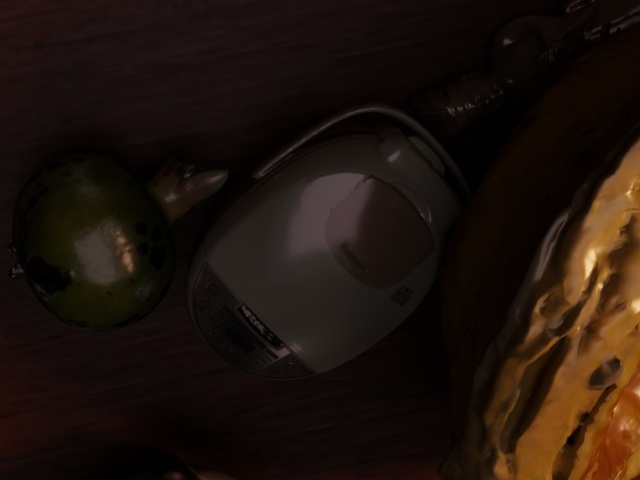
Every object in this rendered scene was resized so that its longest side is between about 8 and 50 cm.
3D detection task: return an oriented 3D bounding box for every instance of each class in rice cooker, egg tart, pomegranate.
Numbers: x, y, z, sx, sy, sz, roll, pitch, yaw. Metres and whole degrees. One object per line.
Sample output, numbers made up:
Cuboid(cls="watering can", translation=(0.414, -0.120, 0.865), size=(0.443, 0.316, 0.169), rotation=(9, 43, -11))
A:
Cuboid(cls="rice cooker", translation=(0.000, 0.000, 0.774), size=(0.206, 0.127, 0.145), rotation=(-42, 112, 3))
Cuboid(cls="egg tart", translation=(0.206, 0.007, 0.729), size=(0.443, 0.178, 0.443), rotation=(-34, 147, -26))
Cuboid(cls="pomegranate", translation=(-0.133, -0.010, 0.752), size=(0.161, 0.122, 0.122), rotation=(-33, 112, -7))

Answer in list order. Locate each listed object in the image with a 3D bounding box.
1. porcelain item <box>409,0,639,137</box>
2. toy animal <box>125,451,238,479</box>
Cuboid(cls="porcelain item", translation=(0.166, -0.129, 0.793), size=(0.213, 0.054, 0.084), rotation=(-25, 110, 1))
Cuboid(cls="toy animal", translation=(-0.088, 0.275, 0.834), size=(0.187, 0.165, 0.235), rotation=(-28, 116, 19))
